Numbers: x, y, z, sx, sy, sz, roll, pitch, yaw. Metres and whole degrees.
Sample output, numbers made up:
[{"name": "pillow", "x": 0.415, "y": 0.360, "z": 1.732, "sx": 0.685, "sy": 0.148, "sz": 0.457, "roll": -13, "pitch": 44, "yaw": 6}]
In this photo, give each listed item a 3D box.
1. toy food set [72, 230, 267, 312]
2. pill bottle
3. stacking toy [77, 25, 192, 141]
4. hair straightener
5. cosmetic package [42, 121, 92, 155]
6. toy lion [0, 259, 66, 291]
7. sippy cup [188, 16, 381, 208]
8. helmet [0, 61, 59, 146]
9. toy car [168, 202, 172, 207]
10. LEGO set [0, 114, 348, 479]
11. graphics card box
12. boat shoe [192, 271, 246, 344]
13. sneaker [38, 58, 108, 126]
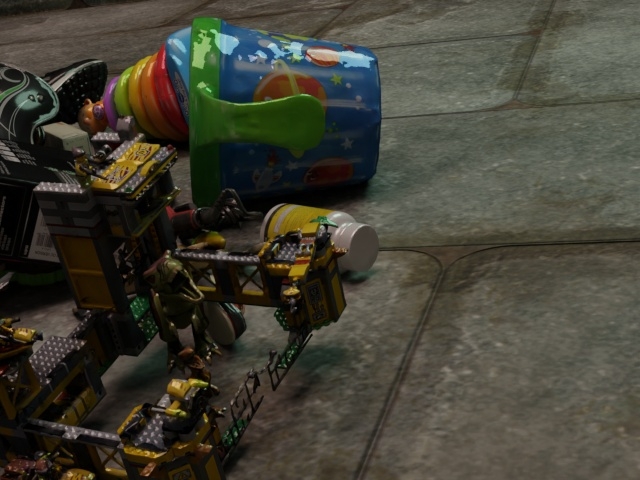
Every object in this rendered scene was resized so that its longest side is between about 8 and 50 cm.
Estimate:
[{"name": "toy food set", "x": -0.155, "y": 0.022, "z": 1.075, "sx": 0.192, "sy": 0.039, "sz": 0.132, "roll": -18, "pitch": -2, "yaw": -19}, {"name": "pill bottle", "x": 0.000, "y": 0.000, "z": 1.087, "sx": 0.116, "sy": 0.065, "sz": 0.065, "roll": 9, "pitch": 28, "yaw": 41}, {"name": "stacking toy", "x": -0.270, "y": -0.216, "z": 1.673, "sx": 0.301, "sy": 0.175, "sz": 0.165, "roll": -10, "pitch": 15, "yaw": 32}, {"name": "hair straightener", "x": -0.121, "y": -0.030, "z": 1.152, "sx": 0.089, "sy": 0.047, "sz": 0.230, "roll": -10, "pitch": -4, "yaw": -26}, {"name": "cosmetic package", "x": -0.381, "y": -0.138, "z": 1.613, "sx": 0.041, "sy": 0.060, "sz": 0.115, "roll": -19, "pitch": 24, "yaw": -27}, {"name": "toy lion", "x": -0.324, "y": 0.028, "z": 1.210, "sx": 0.096, "sy": 0.034, "sz": 0.100, "roll": -5, "pitch": 20, "yaw": -9}, {"name": "sippy cup", "x": -0.043, "y": -0.153, "z": 1.311, "sx": 0.224, "sy": 0.240, "sz": 0.306, "roll": 0, "pitch": 45, "yaw": -4}, {"name": "helmet", "x": -0.457, "y": -0.152, "z": 1.521, "sx": 0.169, "sy": 0.169, "sz": 0.162, "roll": 4, "pitch": 53, "yaw": 31}, {"name": "toy car", "x": -0.188, "y": -0.042, "z": 1.287, "sx": 0.040, "sy": 0.060, "sz": 0.122, "roll": -36, "pitch": 30, "yaw": -27}, {"name": "LEGO set", "x": -0.134, "y": 0.034, "z": 0.811, "sx": 0.254, "sy": 0.192, "sz": 0.331, "roll": 10, "pitch": 38, "yaw": 32}, {"name": "graphics card box", "x": -0.379, "y": -0.056, "z": 1.155, "sx": 0.370, "sy": 0.094, "sz": 0.233, "roll": 8, "pitch": 12, "yaw": -29}, {"name": "boat shoe", "x": -0.093, "y": 0.059, "z": 1.006, "sx": 0.043, "sy": 0.049, "sz": 0.137, "roll": -15, "pitch": 17, "yaw": -20}, {"name": "sneaker", "x": -0.462, "y": -0.232, "z": 1.719, "sx": 0.124, "sy": 0.107, "sz": 0.283, "roll": 29, "pitch": 44, "yaw": 15}]
